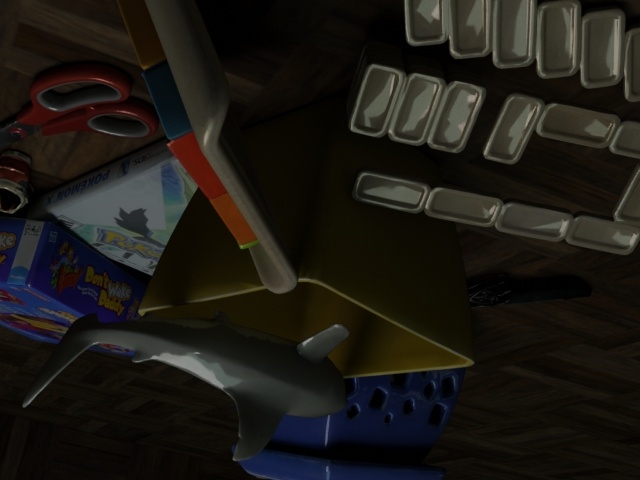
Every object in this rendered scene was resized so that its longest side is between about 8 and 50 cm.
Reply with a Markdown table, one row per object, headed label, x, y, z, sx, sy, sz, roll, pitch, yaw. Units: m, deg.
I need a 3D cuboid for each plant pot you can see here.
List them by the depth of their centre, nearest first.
| label | x | y | z | sx | sy | sz | roll | pitch | yaw |
| --- | --- | --- | --- | --- | --- | --- | --- | --- | --- |
| plant pot | 0.000 | 0.000 | 0.835 | 0.212 | 0.187 | 0.212 | -14 | 148 | 42 |
| plant pot | 0.027 | 0.211 | 1.217 | 0.236 | 0.212 | 0.236 | 13 | 168 | -38 |

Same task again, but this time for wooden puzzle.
| label | x | y | z | sx | sy | sz | roll | pitch | yaw |
| --- | --- | --- | --- | --- | --- | --- | --- | --- | --- |
| wooden puzzle | -0.084 | -0.096 | 0.616 | 0.044 | 0.221 | 0.238 | -21 | 153 | -3 |

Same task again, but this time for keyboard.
| label | x | y | z | sx | sy | sz | roll | pitch | yaw |
| --- | --- | --- | --- | --- | --- | --- | --- | --- | --- |
| keyboard | 0.212 | 0.059 | 1.112 | 0.192 | 0.038 | 0.100 | -10 | 174 | 36 |

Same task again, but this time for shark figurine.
| label | x | y | z | sx | sy | sz | roll | pitch | yaw |
| --- | --- | --- | --- | --- | --- | --- | --- | --- | --- |
| shark figurine | -0.087 | 0.118 | 0.765 | 0.278 | 0.116 | 0.166 | 15 | 155 | -18 |

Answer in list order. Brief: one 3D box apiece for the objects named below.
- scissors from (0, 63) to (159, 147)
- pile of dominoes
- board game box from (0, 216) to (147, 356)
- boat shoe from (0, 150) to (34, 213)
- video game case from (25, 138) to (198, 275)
| label | x | y | z | sx | sy | sz | roll | pitch | yaw |
| --- | --- | --- | --- | --- | --- | --- | --- | --- | --- |
| scissors | -0.282 | -0.116 | 0.891 | 0.297 | 0.021 | 0.109 | -3 | 157 | 30 |
| pile of dominoes | 0.149 | -0.096 | 0.693 | 0.251 | 0.040 | 0.196 | 11 | 127 | -9 |
| board game box | -0.357 | 0.063 | 1.204 | 0.233 | 0.078 | 0.347 | 6 | 162 | 20 |
| boat shoe | -0.338 | -0.053 | 1.025 | 0.049 | 0.043 | 0.137 | 14 | 158 | -17 |
| video game case | -0.118 | -0.001 | 1.071 | 0.329 | 0.036 | 0.300 | 28 | 151 | -37 |
